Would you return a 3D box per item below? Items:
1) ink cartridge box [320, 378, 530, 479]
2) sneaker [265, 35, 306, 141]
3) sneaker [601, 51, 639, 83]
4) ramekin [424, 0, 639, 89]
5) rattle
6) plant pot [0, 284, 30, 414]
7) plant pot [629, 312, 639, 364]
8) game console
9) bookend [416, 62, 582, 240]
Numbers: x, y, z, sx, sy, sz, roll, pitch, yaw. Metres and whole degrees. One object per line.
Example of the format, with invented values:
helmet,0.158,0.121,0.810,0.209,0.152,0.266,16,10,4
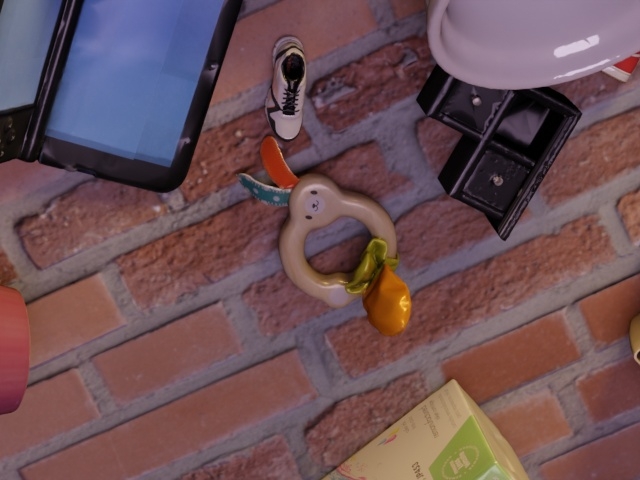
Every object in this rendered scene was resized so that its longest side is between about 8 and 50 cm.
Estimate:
ink cartridge box,0.058,0.332,1.861,0.353,0.207,0.119,-39,112,6
sneaker,-0.034,-0.150,1.761,0.040,0.044,0.109,-3,112,-9
sneaker,0.284,-0.215,1.783,0.118,0.042,0.067,24,109,-24
ramekin,0.219,-0.276,1.641,0.277,0.135,0.277,-12,153,-6
rattle,0.000,0.000,1.774,0.130,0.142,0.199,-22,120,21
plant pot,-0.395,0.109,1.735,0.180,0.201,0.201,1,110,-25
plant pot,0.399,0.107,1.889,0.109,0.096,0.109,-42,109,8
game console,-0.213,-0.185,1.661,0.173,0.250,0.293,22,107,12
bookend,0.158,-0.109,1.788,0.157,0.072,0.156,27,104,-16
